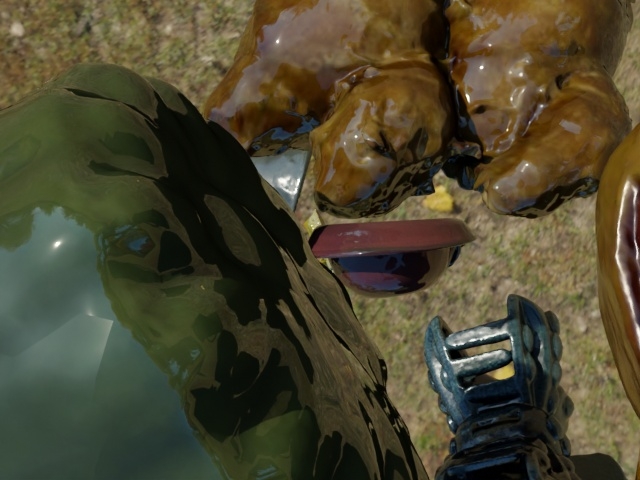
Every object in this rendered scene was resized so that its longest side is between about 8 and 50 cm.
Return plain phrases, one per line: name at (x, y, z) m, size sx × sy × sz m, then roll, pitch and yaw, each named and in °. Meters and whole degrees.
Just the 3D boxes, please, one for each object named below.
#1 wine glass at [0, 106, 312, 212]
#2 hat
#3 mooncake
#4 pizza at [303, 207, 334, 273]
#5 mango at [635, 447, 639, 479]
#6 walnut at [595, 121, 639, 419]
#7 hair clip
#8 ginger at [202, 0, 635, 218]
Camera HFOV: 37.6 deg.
wine glass at (-0.228, -0.087, 1.115) m, size 0.406 × 0.267 × 0.267 m, roll 13°, pitch 126°, yaw -9°
hat at (0.081, 0.021, 1.087) m, size 0.206 × 0.205 × 0.089 m, roll -3°, pitch 91°, yaw 29°
mooncake at (-0.085, 0.073, 0.545) m, size 0.194 × 0.356 × 0.356 m, roll -29°, pitch 103°, yaw 7°
pizza at (-0.001, 0.000, 1.638) m, size 0.036 × 0.160 × 0.099 m, roll -24°, pitch 132°, yaw 3°
mango at (0.392, 0.243, 0.762) m, size 0.264 × 0.221 × 0.377 m, roll -9°, pitch 95°, yaw -1°
walnut at (0.244, 0.051, 0.442) m, size 0.203 × 0.203 × 0.297 m, roll -51°, pitch 47°, yaw 38°
hair clip at (0.188, 0.216, 0.949) m, size 0.195 × 0.310 × 0.206 m, roll -18°, pitch 123°, yaw 21°
ginger at (0.084, -0.130, 0.751) m, size 0.358 × 0.274 × 0.152 m, roll 2°, pitch 155°, yaw 0°
